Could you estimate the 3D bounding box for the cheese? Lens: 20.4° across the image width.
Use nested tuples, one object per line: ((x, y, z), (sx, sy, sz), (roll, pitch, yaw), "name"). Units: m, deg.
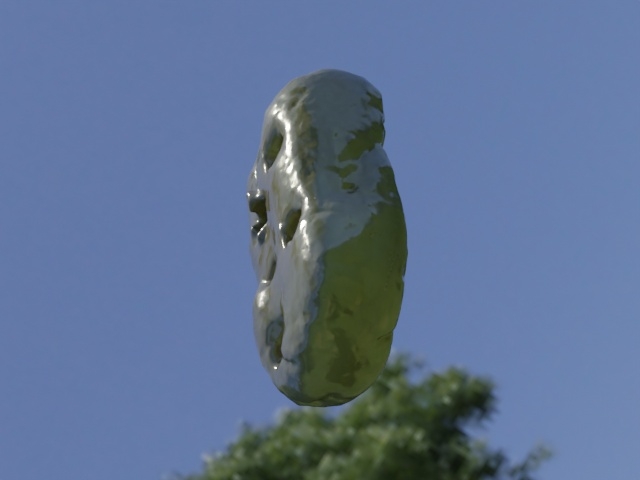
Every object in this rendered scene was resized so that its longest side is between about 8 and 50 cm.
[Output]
((-0.002, 0.000, 1.358), (0.093, 0.263, 0.159), (7, -46, -16), "cheese")
